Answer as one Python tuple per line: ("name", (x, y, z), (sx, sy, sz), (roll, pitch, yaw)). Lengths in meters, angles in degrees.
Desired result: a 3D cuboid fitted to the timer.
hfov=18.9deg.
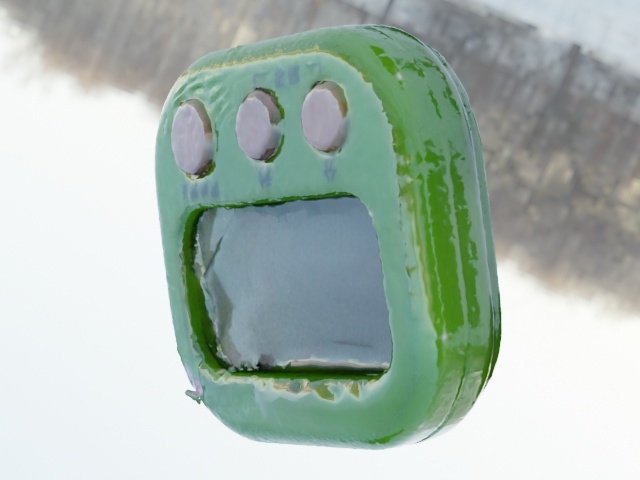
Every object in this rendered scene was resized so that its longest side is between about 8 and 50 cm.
("timer", (0.000, 0.000, 0.601), (0.047, 0.128, 0.140), (-9, -177, -37))
